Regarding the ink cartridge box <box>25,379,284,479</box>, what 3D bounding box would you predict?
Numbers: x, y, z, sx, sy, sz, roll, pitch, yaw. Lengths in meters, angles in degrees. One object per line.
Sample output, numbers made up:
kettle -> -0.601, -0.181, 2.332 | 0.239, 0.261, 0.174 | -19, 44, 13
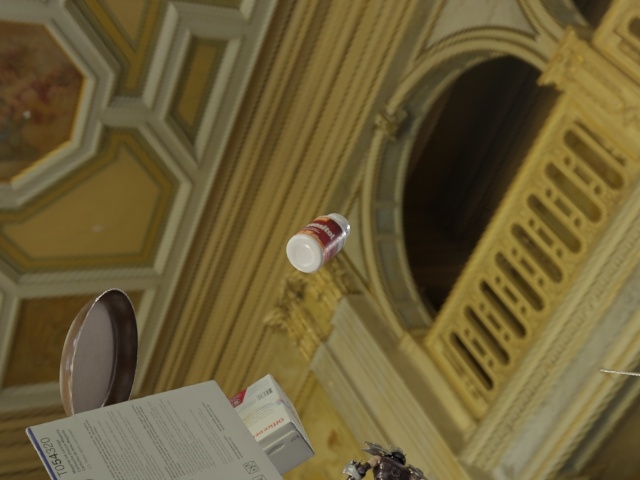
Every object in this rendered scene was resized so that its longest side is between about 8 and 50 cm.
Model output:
ink cartridge box -> -0.217, 0.368, 1.375 | 0.330, 0.324, 0.071 | -9, -44, -38

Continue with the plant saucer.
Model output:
plant saucer -> -0.452, 0.250, 1.926 | 0.050, 0.311, 0.311 | 4, -40, 13

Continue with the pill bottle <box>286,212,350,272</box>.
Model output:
pill bottle -> 0.000, 0.000, 1.974 | 0.152, 0.086, 0.086 | -41, -23, -53

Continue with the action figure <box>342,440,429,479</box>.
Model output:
action figure -> 0.124, 0.540, 1.971 | 0.185, 0.285, 0.099 | 24, -45, 2

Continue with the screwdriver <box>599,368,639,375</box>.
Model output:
screwdriver -> 0.531, 0.226, 1.569 | 0.024, 0.170, 0.025 | 23, -109, -33

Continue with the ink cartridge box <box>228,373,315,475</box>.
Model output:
ink cartridge box -> -0.113, 0.415, 2.089 | 0.128, 0.176, 0.127 | -31, -57, 0
